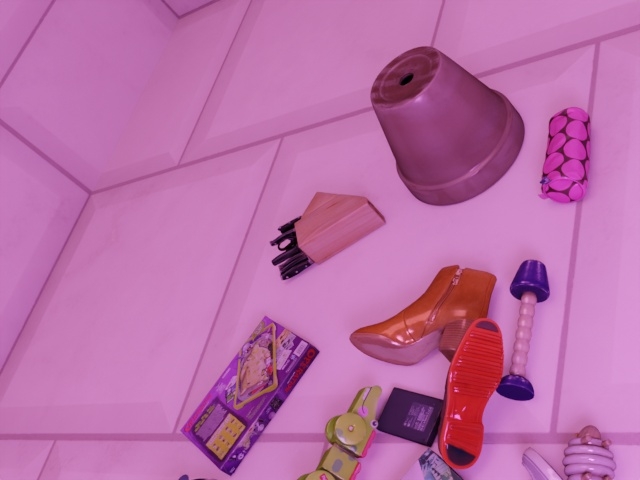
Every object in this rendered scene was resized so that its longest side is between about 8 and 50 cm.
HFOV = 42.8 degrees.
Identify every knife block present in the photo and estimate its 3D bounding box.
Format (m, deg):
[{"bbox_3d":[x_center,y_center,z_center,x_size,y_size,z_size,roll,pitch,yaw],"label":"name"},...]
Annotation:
[{"bbox_3d":[0.000,0.000,2.061,0.275,0.088,0.242,10,64,48],"label":"knife block"}]

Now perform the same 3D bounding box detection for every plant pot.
[{"bbox_3d":[0.269,-0.287,1.907,0.323,0.280,0.323,-25,43,26],"label":"plant pot"}]

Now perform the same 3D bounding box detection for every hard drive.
[{"bbox_3d":[0.180,0.347,1.616,0.135,0.022,0.094,6,61,46],"label":"hard drive"}]

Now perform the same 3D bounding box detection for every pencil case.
[{"bbox_3d":[0.516,-0.180,1.728,0.098,0.095,0.209,-27,36,48],"label":"pencil case"}]

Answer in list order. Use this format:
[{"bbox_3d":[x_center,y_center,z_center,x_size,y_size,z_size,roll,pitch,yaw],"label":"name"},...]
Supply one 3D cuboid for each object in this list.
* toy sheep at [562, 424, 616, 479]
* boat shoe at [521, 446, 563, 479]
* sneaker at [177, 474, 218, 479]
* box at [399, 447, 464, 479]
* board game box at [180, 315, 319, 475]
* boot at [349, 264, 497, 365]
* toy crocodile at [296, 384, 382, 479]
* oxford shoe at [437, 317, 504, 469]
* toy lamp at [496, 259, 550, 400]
[{"bbox_3d":[0.430,0.361,1.307,0.091,0.091,0.132,-9,56,39],"label":"toy sheep"},{"bbox_3d":[0.374,0.431,1.302,0.081,0.079,0.227,-38,40,4],"label":"boat shoe"},{"bbox_3d":[-0.285,0.648,1.698,0.236,0.130,0.323,-18,39,38],"label":"sneaker"},{"bbox_3d":[0.212,0.534,1.382,0.232,0.058,0.322,-49,38,-4],"label":"box"},{"bbox_3d":[-0.169,0.357,1.930,0.208,0.056,0.347,26,76,48],"label":"board game box"},{"bbox_3d":[0.217,0.150,1.713,0.295,0.104,0.211,-2,49,37],"label":"boot"},{"bbox_3d":[0.037,0.438,1.608,0.340,0.105,0.115,-59,1,-24],"label":"toy crocodile"},{"bbox_3d":[0.262,0.272,1.492,0.098,0.097,0.271,166,121,-83],"label":"oxford shoe"},{"bbox_3d":[0.384,0.161,1.544,0.080,0.080,0.275,-10,49,39],"label":"toy lamp"}]
